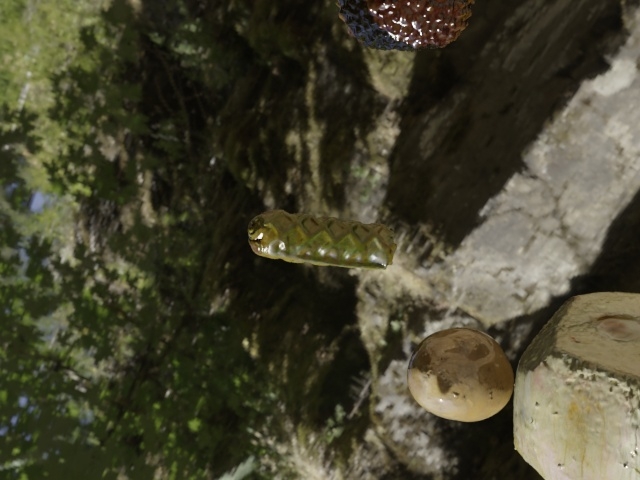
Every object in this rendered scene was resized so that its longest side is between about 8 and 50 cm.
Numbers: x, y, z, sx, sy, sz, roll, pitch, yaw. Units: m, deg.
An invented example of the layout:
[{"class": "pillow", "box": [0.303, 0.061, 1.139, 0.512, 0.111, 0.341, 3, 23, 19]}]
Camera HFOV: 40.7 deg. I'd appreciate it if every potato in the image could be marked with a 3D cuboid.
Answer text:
[{"class": "potato", "box": [0.161, 0.161, 1.014, 0.147, 0.112, 0.112, 23, -156, -32]}]

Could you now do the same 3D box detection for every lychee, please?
[{"class": "lychee", "box": [0.151, -0.479, 1.587, 0.267, 0.267, 0.267, 24, -155, -12]}]

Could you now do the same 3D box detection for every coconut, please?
[{"class": "coconut", "box": [0.401, 0.223, 1.138, 0.297, 0.254, 0.297, -2, -162, 1]}]

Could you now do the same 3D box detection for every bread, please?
[{"class": "bread", "box": [0.000, 0.000, 1.523, 0.269, 0.087, 0.098, 8, 175, -23]}]
